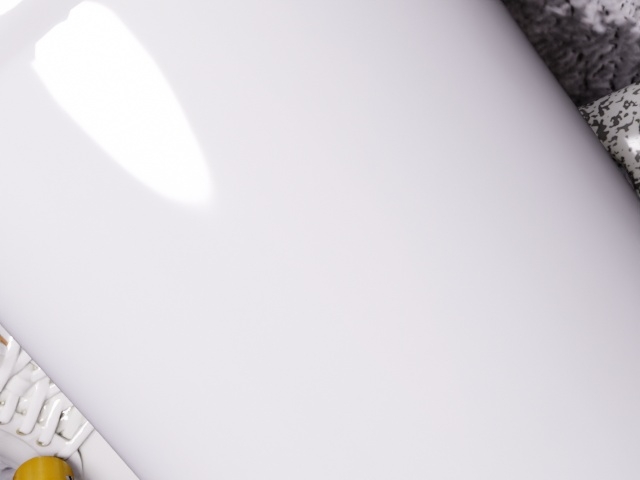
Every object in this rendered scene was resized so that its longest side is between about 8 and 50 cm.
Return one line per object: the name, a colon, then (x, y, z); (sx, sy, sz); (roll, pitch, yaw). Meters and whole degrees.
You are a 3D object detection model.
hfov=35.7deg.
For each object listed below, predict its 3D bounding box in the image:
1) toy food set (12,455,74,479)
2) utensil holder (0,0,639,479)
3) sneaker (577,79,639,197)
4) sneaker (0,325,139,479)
toy food set: (-0.201, 0.262, 0.631); (0.111, 0.104, 0.232); (4, 113, -19)
utensil holder: (0.000, 0.000, 0.550); (0.328, 0.327, 0.385); (-40, 98, -5)
sneaker: (0.302, 0.041, 0.757); (0.182, 0.158, 0.410); (-15, 103, 22)
sneaker: (-0.210, 0.088, 0.636); (0.290, 0.123, 0.106); (37, 86, -15)
